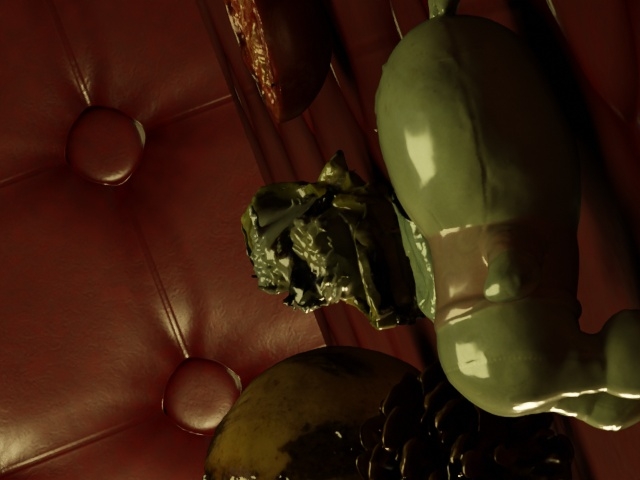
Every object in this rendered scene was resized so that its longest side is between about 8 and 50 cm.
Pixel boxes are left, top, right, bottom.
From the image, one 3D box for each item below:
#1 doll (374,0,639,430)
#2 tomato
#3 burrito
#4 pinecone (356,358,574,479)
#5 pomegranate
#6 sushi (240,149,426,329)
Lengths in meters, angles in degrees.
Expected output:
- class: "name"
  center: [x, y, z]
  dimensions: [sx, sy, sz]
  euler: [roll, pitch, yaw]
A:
- class: "doll"
  center: [0.090, -0.019, 1.053]
  dimensions: [0.155, 0.113, 0.275]
  euler: [81, 166, -83]
- class: "tomato"
  center: [-0.037, -0.208, 1.886]
  dimensions: [0.166, 0.082, 0.174]
  euler: [-129, 23, -63]
- class: "burrito"
  center: [0.092, 0.016, 1.630]
  dimensions: [0.074, 0.044, 0.118]
  euler: [-130, 22, -68]
- class: "pinecone"
  center: [0.112, 0.166, 1.465]
  dimensions: [0.173, 0.174, 0.173]
  euler: [159, 90, -85]
- class: "pomegranate"
  center: [0.023, 0.264, 2.105]
  dimensions: [0.322, 0.322, 0.322]
  euler: [159, 90, -85]
- class: "sushi"
  center: [0.006, -0.002, 1.915]
  dimensions: [0.291, 0.131, 0.139]
  euler: [-152, 50, -66]
